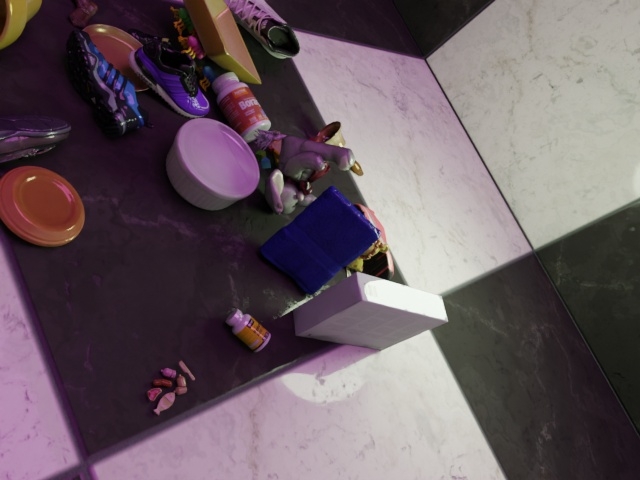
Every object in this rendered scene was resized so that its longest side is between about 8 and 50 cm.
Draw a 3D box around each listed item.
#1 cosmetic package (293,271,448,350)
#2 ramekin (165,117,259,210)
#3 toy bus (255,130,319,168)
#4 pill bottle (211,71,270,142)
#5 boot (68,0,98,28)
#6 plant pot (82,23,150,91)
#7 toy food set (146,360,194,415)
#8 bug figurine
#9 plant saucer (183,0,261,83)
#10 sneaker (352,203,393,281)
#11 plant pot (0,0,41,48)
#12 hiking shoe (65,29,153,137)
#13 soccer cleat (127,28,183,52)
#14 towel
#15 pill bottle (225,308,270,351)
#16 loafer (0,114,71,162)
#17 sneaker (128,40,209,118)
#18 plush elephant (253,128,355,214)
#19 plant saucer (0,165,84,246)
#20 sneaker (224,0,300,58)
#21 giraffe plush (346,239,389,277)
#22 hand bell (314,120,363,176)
[{"bbox_3d":[0.151,0.226,1.657,0.377,0.284,0.097,18,49,-38],"label":"cosmetic package"},{"bbox_3d":[-0.321,-0.211,1.603,0.273,0.127,0.273,26,47,-31],"label":"ramekin"},{"bbox_3d":[-0.109,-0.279,1.894,0.202,0.191,0.104,-67,158,-47],"label":"toy bus"},{"bbox_3d":[-0.269,-0.445,1.833,0.121,0.121,0.216,-28,85,-52],"label":"pill bottle"},{"bbox_3d":[-0.716,-0.679,1.606,0.106,0.037,0.114,31,49,-25],"label":"boot"},{"bbox_3d":[-0.598,-0.531,1.622,0.236,0.032,0.236,27,46,-32],"label":"plant pot"},{"bbox_3d":[-0.352,0.335,1.263,0.078,0.019,0.122,54,46,-1],"label":"toy food set"},{"bbox_3d":[-0.406,-0.648,1.828,0.216,0.072,0.279,48,23,-69],"label":"bug figurine"},{"bbox_3d":[-0.341,-0.693,1.830,0.333,0.081,0.333,66,12,7],"label":"plant saucer"},{"bbox_3d":[0.209,0.003,2.018,0.136,0.116,0.314,-1,64,-49],"label":"sneaker"},{"bbox_3d":[-0.797,-0.589,1.302,0.254,0.254,0.239,40,25,-19],"label":"plant pot"},{"bbox_3d":[-0.584,-0.428,1.503,0.132,0.113,0.304,-29,97,-49],"label":"hiking shoe"},{"bbox_3d":[-0.518,-0.622,1.739,0.179,0.072,0.060,27,46,-31],"label":"soccer cleat"},{"bbox_3d":[0.000,0.000,1.651,0.227,0.308,0.076,43,21,-19],"label":"towel"},{"bbox_3d":[-0.194,0.237,1.462,0.116,0.065,0.065,44,39,-14],"label":"pill bottle"},{"bbox_3d":[-0.713,-0.221,1.248,0.109,0.095,0.302,30,29,19],"label":"loafer"},{"bbox_3d":[-0.418,-0.485,1.654,0.293,0.146,0.102,36,42,-46],"label":"sneaker"},{"bbox_3d":[-0.065,-0.183,1.690,0.330,0.255,0.272,12,9,-5],"label":"plush elephant"},{"bbox_3d":[-0.623,-0.083,1.242,0.200,0.037,0.200,35,39,-35],"label":"plant saucer"},{"bbox_3d":[-0.238,-0.850,2.041,0.447,0.169,0.257,35,7,-26],"label":"sneaker"},{"bbox_3d":[0.128,0.014,1.877,0.181,0.170,0.210,-9,70,-49],"label":"giraffe plush"},{"bbox_3d":[0.096,-0.343,2.186,0.242,0.126,0.126,47,37,-32],"label":"hand bell"}]
